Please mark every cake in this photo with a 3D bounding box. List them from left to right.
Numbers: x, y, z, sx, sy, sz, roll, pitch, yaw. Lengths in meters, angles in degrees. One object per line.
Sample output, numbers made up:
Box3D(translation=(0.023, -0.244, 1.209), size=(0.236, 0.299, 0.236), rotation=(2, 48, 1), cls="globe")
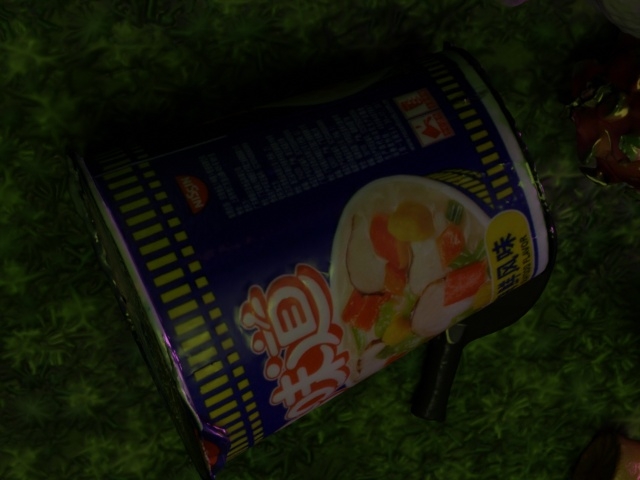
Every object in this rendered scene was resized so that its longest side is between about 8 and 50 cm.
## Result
Box3D(translation=(0.265, 0.215, 1.800), size=(0.044, 0.084, 0.084), rotation=(27, 111, -19), cls="cake")

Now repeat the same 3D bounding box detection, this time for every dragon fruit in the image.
Box3D(translation=(0.307, -0.106, 1.589), size=(0.236, 0.137, 0.135), rotation=(-14, 125, -8), cls="dragon fruit")

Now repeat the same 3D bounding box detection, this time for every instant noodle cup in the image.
Box3D(translation=(0.000, 0.000, 1.513), size=(0.312, 0.284, 0.284), rotation=(-24, 123, -9), cls="instant noodle cup")

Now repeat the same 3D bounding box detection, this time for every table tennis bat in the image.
Box3D(translation=(0.120, 0.052, 1.700), size=(0.150, 0.027, 0.236), rotation=(5, 117, -17), cls="table tennis bat")

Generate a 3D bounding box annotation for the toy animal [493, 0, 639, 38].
Box3D(translation=(0.226, -0.210, 1.460), size=(0.324, 0.090, 0.195), rotation=(-20, 132, -25), cls="toy animal")
